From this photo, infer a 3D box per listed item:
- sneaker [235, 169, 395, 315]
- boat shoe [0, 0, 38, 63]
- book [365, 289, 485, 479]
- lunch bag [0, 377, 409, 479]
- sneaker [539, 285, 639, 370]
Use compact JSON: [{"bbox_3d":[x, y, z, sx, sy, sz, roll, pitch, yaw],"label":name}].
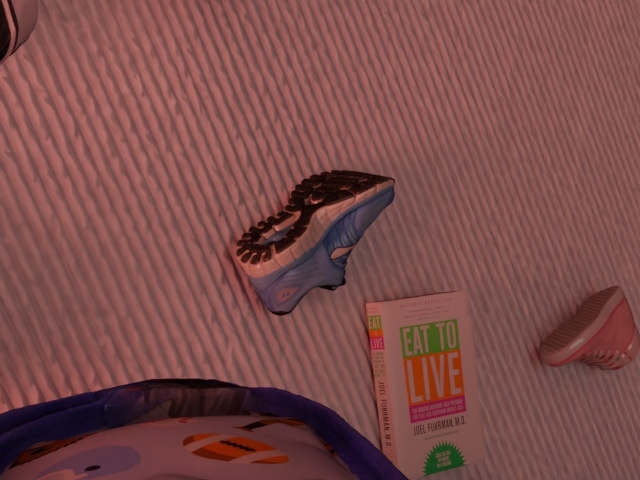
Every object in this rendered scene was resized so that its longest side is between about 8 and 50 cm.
[{"bbox_3d":[0.000,0.000,0.993,0.162,0.063,0.073,-37,126,-36],"label":"sneaker"},{"bbox_3d":[-0.280,-0.217,0.721,0.306,0.113,0.105,65,33,-26],"label":"boat shoe"},{"bbox_3d":[0.085,0.117,1.062,0.096,0.035,0.144,-6,88,-40],"label":"book"},{"bbox_3d":[-0.074,0.248,0.637,0.239,0.385,0.327,-1,93,-6],"label":"lunch bag"},{"bbox_3d":[0.259,0.100,1.211,0.134,0.051,0.070,-34,101,-45],"label":"sneaker"}]
